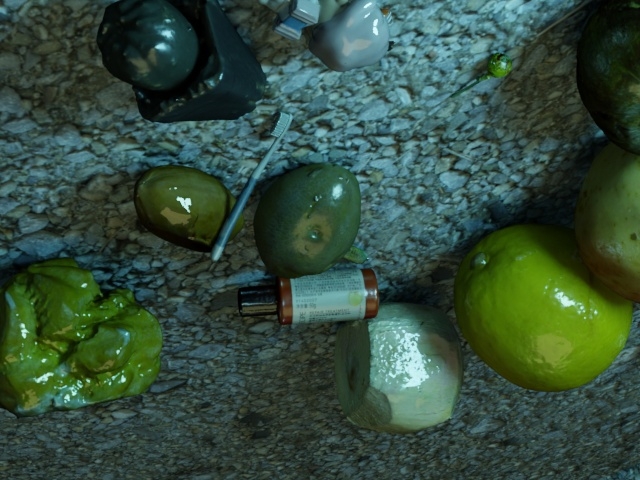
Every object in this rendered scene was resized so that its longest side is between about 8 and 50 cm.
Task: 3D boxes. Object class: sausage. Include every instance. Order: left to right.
[{"bbox_3d":[0.000,0.000,1.792,0.033,0.033,0.269,-33,141,33],"label":"sausage"}]

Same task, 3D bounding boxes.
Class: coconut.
[{"bbox_3d":[0.180,0.271,2.036,0.254,0.297,0.297,0,147,-15],"label":"coconut"}]

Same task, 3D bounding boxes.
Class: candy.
[{"bbox_3d":[0.246,-0.250,1.462,0.035,0.035,0.123,25,145,-27],"label":"candy"}]

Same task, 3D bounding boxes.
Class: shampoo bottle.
[{"bbox_3d":[-0.028,0.115,1.901,0.278,0.104,0.104,-3,148,-8],"label":"shampoo bottle"}]

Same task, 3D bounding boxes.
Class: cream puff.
[{"bbox_3d":[-0.479,0.171,1.766,0.378,0.276,0.378,-7,178,0],"label":"cream puff"}]

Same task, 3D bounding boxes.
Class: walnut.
[{"bbox_3d":[-0.214,-0.051,1.569,0.137,0.137,0.245,-30,145,30],"label":"walnut"}]

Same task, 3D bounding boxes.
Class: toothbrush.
[{"bbox_3d":[-0.117,-0.085,1.520,0.025,0.019,0.276,16,111,-39],"label":"toothbrush"}]

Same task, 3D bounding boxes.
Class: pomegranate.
[{"bbox_3d":[0.607,-0.053,1.617,0.342,0.342,0.342,-6,148,-4],"label":"pomegranate"}]

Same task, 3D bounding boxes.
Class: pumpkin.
[{"bbox_3d":[0.486,-0.238,1.338,0.232,0.242,0.325,-8,145,-17],"label":"pumpkin"}]

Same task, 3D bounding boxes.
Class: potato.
[{"bbox_3d":[-0.020,-0.034,1.626,0.178,0.160,0.235,-9,143,-51],"label":"potato"}]

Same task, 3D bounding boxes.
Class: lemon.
[{"bbox_3d":[0.425,0.124,1.823,0.348,0.348,0.348,-6,148,-4],"label":"lemon"}]

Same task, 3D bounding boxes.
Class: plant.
[{"bbox_3d":[-0.177,-0.241,1.250,0.142,0.164,0.256,-23,161,28],"label":"plant"}]

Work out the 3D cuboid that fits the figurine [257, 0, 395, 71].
[{"bbox_3d":[0.013,-0.294,1.261,0.229,0.112,0.137,24,142,-27],"label":"figurine"}]
